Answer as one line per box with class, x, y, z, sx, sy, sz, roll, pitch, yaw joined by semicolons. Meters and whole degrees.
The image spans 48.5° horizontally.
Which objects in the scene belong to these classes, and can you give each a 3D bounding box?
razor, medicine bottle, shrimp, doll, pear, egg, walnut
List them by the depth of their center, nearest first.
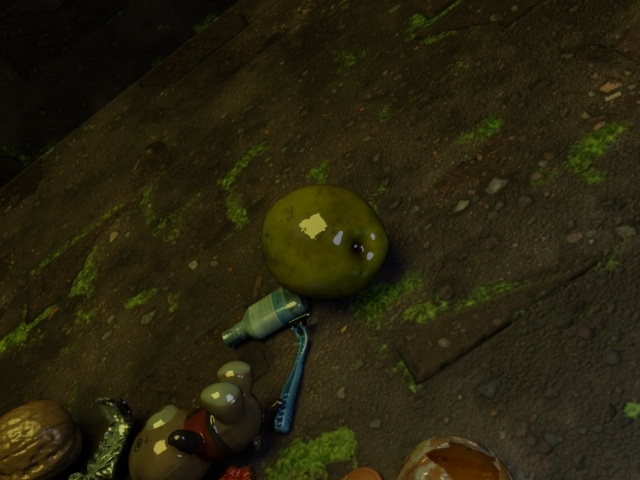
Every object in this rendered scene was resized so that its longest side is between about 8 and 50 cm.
egg;0.196;0.398;1.028;0.195;0.195;0.233;-17;42;26
doll;-0.237;0.381;1.400;0.330;0.174;0.235;-34;13;20
razor;-0.057;0.271;1.458;0.082;0.042;0.253;-31;38;44
shrimp;-0.499;0.532;1.499;0.221;0.166;0.410;-11;36;35
pear;0.000;0.000;1.507;0.253;0.253;0.307;-50;30;-11
medicine bottle;-0.126;0.173;1.594;0.209;0.053;0.090;-32;42;13
walnut;-0.666;0.471;1.643;0.213;0.213;0.213;-22;44;22

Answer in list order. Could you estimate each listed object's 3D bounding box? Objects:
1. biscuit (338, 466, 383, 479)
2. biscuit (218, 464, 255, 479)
biscuit;0.055;0.449;1.225;0.130;0.019;0.102;-40;39;3
biscuit;-0.193;0.532;1.337;0.225;0.036;0.166;-52;39;-13
